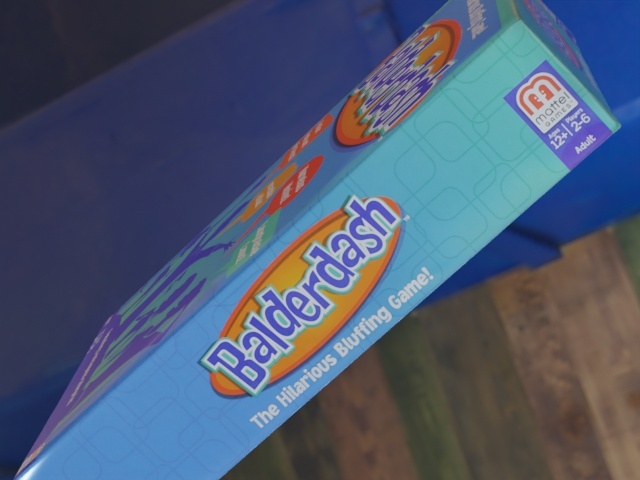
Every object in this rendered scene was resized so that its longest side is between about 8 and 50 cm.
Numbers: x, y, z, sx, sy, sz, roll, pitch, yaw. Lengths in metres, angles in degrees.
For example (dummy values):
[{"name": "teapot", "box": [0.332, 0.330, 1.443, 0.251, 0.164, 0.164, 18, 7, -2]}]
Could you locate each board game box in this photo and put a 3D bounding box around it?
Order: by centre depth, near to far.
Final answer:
[{"name": "board game box", "box": [0.000, 0.000, 0.590, 0.047, 0.210, 0.160, 46, -168, -9]}]
